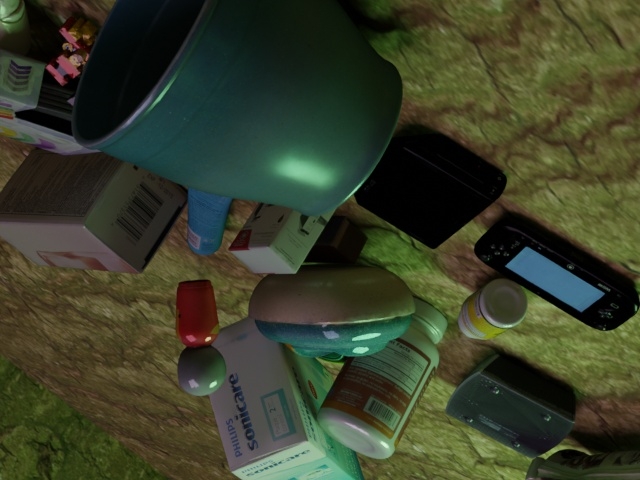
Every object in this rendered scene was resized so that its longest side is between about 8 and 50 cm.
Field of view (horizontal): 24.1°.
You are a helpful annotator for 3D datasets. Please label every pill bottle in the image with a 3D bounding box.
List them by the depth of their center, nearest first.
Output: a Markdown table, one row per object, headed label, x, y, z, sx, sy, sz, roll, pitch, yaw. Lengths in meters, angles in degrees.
| label | x | y | z | sx | sy | sz | roll | pitch | yaw |
| --- | --- | --- | --- | --- | --- | --- | --- | --- | --- |
| pill bottle | 0.220 | 0.093 | 1.952 | 0.065 | 0.065 | 0.116 | 31 | 160 | -5 |
| pill bottle | 0.093 | 0.189 | 2.122 | 0.121 | 0.216 | 0.121 | 26 | 158 | 11 |

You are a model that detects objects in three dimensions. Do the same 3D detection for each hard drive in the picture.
| label | x | y | z | sx | sy | sz | roll | pitch | yaw |
| --- | --- | --- | --- | --- | --- | --- | --- | --- | --- |
| hard drive | 0.285 | 0.246 | 2.235 | 0.172 | 0.054 | 0.254 | 27 | 160 | 4 |

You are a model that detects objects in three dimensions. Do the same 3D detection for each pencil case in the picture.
| label | x | y | z | sx | sy | sz | roll | pitch | yaw |
| --- | --- | --- | --- | --- | --- | --- | --- | --- | --- |
| pencil case | 0.460 | 0.366 | 2.127 | 0.183 | 0.160 | 0.410 | 51 | 153 | -11 |

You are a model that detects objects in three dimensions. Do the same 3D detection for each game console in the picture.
| label | x | y | z | sx | sy | sz | roll | pitch | yaw |
| --- | --- | --- | --- | --- | --- | --- | --- | --- | --- |
| game console | 0.216 | -0.004 | 1.765 | 0.361 | 0.044 | 0.213 | 30 | 159 | -4 |

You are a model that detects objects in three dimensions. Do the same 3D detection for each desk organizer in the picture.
| label | x | y | z | sx | sy | sz | roll | pitch | yaw |
| --- | --- | --- | --- | --- | --- | --- | --- | --- | --- |
| desk organizer | 0.000 | 0.000 | 2.048 | 0.050 | 0.047 | 0.130 | 40 | 157 | -32 |

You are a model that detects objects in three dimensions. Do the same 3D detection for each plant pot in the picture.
| label | x | y | z | sx | sy | sz | roll | pitch | yaw |
| --- | --- | --- | --- | --- | --- | --- | --- | --- | --- |
| plant pot | -0.069 | -0.155 | 1.500 | 0.255 | 0.271 | 0.272 | 30 | 161 | -26 |

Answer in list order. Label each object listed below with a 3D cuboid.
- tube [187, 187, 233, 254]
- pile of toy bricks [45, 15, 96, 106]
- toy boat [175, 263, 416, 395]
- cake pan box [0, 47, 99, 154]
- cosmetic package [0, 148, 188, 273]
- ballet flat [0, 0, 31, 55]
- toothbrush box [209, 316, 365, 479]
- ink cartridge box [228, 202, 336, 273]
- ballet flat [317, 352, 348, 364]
| label | x | y | z | sx | sy | sz | roll | pitch | yaw |
| --- | --- | --- | --- | --- | --- | --- | --- | --- | --- |
| tube | -0.162 | -0.045 | 2.157 | 0.080 | 0.052 | 0.207 | 23 | 154 | 3 |
| pile of toy bricks | -0.227 | -0.193 | 1.845 | 0.105 | 0.118 | 0.212 | -31 | 113 | 30 |
| toy boat | -0.048 | 0.114 | 1.989 | 0.318 | 0.148 | 0.267 | -6 | -176 | -28 |
| cake pan box | -0.375 | -0.180 | 1.982 | 0.246 | 0.070 | 0.267 | 15 | 171 | -37 |
| cosmetic package | -0.354 | -0.047 | 2.250 | 0.296 | 0.153 | 0.129 | 5 | 147 | 50 |
| ballet flat | -0.422 | -0.320 | 1.821 | 0.086 | 0.086 | 0.248 | 4 | 147 | 48 |
| toothbrush box | -0.055 | 0.261 | 2.209 | 0.126 | 0.216 | 0.295 | -24 | 150 | 10 |
| ink cartridge box | -0.042 | -0.026 | 1.917 | 0.056 | 0.135 | 0.099 | 44 | 155 | -26 |
| ballet flat | 0.059 | 0.156 | 2.308 | 0.231 | 0.077 | 0.077 | 9 | 180 | 40 |
